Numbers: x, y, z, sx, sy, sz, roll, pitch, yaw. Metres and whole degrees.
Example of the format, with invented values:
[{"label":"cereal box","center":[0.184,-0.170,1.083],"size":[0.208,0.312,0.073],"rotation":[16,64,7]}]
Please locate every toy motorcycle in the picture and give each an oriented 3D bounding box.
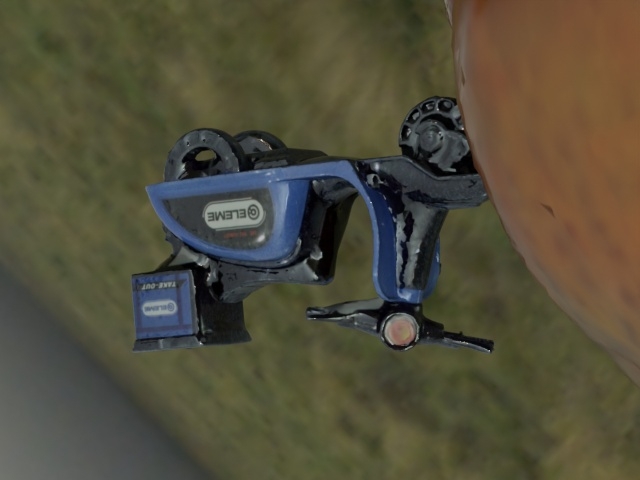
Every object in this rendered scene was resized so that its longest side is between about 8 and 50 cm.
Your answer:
[{"label":"toy motorcycle","center":[0.000,0.000,1.477],"size":[0.358,0.213,0.125],"rotation":[-6,178,32]}]

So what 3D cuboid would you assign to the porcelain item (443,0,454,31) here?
[{"label":"porcelain item","center":[0.204,-0.199,1.402],"size":[0.253,0.253,0.253],"rotation":[44,172,8]}]

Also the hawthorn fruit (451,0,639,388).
[{"label":"hawthorn fruit","center":[0.311,-0.072,0.793],"size":[0.472,0.472,0.472],"rotation":[44,172,8]}]
